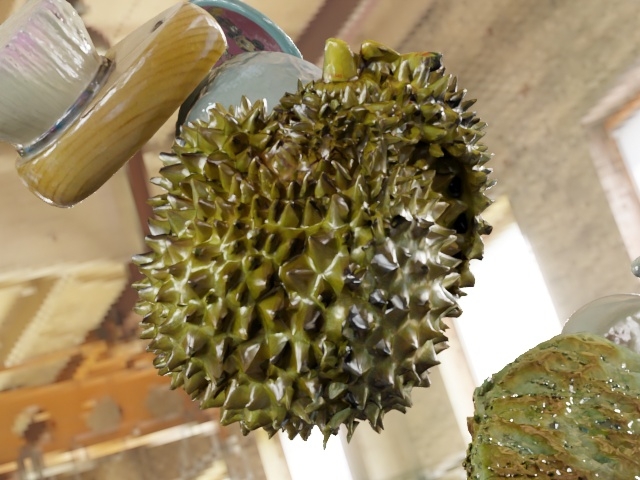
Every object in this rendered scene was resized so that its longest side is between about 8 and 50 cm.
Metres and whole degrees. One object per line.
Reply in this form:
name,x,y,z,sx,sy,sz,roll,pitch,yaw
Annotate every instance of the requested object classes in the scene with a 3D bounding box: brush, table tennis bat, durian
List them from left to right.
brush,-0.234,-0.170,1.594,0.266,0.174,0.166,-39,-69,15
table tennis bat,-0.056,-0.192,1.800,0.244,0.040,0.153,40,-27,-17
durian,0.005,0.006,1.140,0.258,0.293,0.258,26,-10,5

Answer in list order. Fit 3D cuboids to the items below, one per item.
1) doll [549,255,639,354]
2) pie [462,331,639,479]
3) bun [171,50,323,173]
doll,0.344,0.206,2.018,0.370,0.215,0.226,-49,7,40
pie,0.322,0.269,1.674,0.418,0.395,0.180,-47,-17,-48
bun,-0.036,-0.021,1.617,0.194,0.354,0.354,-24,-17,-15
